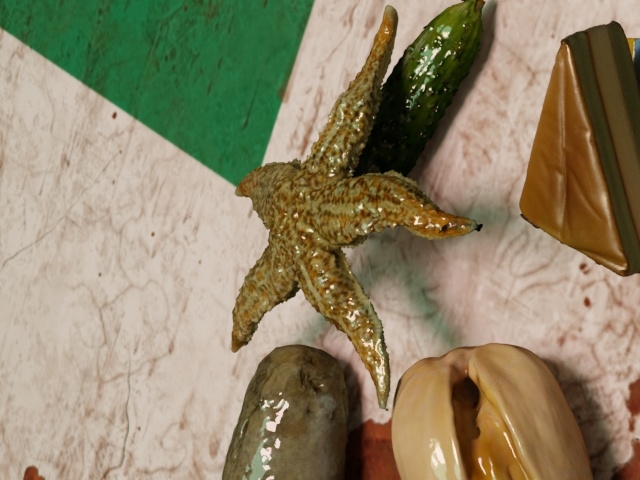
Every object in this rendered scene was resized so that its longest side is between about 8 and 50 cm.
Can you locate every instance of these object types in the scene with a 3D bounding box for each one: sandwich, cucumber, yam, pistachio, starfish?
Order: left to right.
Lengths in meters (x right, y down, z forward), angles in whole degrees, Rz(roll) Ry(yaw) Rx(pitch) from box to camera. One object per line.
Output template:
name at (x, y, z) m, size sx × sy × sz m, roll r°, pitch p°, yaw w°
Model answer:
yam at (-0.042, 0.258, 1.769) m, size 0.133 × 0.133 × 0.330 m, roll 9°, pitch 90°, yaw 47°
starfish at (-0.003, 0.001, 1.662) m, size 0.358 × 0.078 × 0.347 m, roll -55°, pitch 41°, yaw 31°
cucumber at (0.080, -0.122, 1.700) m, size 0.069 × 0.069 × 0.227 m, roll 52°, pitch 121°, yaw 36°
pistachio at (0.142, 0.188, 1.559) m, size 0.157 × 0.157 × 0.229 m, roll -38°, pitch 62°, yaw 39°
sandwich at (0.231, -0.071, 1.492) m, size 0.113 × 0.079 × 0.163 m, roll 34°, pitch 128°, yaw 33°

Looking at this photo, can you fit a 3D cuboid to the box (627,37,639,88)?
box at (0.279, -0.117, 1.515) m, size 0.155 × 0.023 × 0.086 m, roll 3°, pitch 93°, yaw 48°
